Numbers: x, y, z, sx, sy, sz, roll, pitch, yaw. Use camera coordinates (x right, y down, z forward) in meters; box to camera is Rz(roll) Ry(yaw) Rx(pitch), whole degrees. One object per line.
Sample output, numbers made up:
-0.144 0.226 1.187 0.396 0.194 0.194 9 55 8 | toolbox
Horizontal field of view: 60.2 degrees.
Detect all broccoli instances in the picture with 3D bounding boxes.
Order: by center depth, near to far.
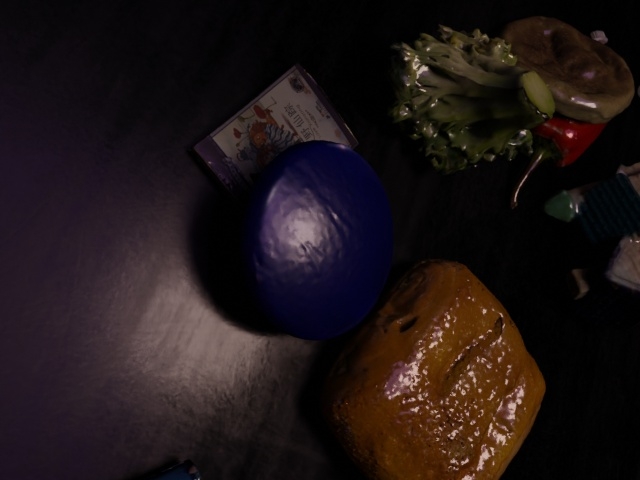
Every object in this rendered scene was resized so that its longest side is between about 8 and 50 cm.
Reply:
0.253 -0.233 0.874 0.288 0.246 0.247 -19 101 -35 | broccoli

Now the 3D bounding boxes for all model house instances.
0.601 0.016 1.109 0.284 0.243 0.298 -13 64 -10 | model house

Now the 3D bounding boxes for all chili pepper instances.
0.471 -0.218 1.091 0.338 0.131 0.134 -41 97 -29 | chili pepper

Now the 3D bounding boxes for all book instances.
-0.054 -0.134 0.788 0.157 0.026 0.231 52 59 -17 | book

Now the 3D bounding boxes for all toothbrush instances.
0.565 -0.463 1.250 0.307 0.025 0.029 -13 83 -35 | toothbrush

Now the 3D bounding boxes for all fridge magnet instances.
0.000 0.000 0.739 0.265 0.113 0.265 -4 96 -42 | fridge magnet

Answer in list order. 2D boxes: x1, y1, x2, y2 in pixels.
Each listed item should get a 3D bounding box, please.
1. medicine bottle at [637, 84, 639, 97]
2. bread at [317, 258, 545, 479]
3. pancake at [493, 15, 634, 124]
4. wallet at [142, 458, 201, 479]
0.934 -0.378 1.436 0.352 0.110 0.110 -5 87 -35 | medicine bottle
0.184 0.232 0.826 0.328 0.148 0.337 -44 107 -30 | bread
0.464 -0.337 1.062 0.295 0.049 0.294 6 54 -9 | pancake
-0.214 0.343 0.596 0.202 0.059 0.141 -13 93 -35 | wallet
